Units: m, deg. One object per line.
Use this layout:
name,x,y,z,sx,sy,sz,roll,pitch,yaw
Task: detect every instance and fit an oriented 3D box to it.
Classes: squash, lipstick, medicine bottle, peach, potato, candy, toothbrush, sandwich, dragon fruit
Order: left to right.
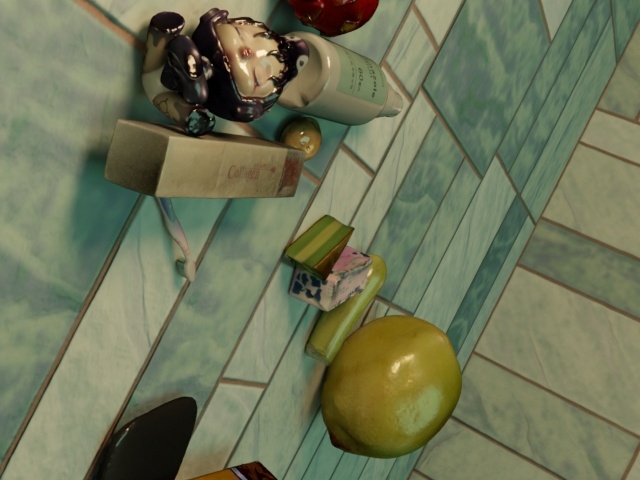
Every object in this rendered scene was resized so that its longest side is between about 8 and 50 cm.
toothbrush,-0.197,-0.030,1.138,0.269,0.027,0.021,85,25,-49
lipstick,-0.131,-0.098,1.099,0.371,0.080,0.076,-9,117,-68
potato,-0.029,-0.157,1.322,0.083,0.062,0.068,-68,-177,-50
sandwich,0.000,0.000,1.506,0.116,0.074,0.074,-59,156,-12
candy,0.024,0.067,1.601,0.160,0.092,0.073,-29,137,-54
dragon fruit,0.023,-0.339,1.194,0.246,0.125,0.125,32,70,-82
squash,0.054,0.137,1.747,0.250,0.083,0.083,-58,155,-7
medicine bottle,0.043,-0.233,1.315,0.352,0.110,0.110,-2,115,-63
peach,0.157,0.328,1.902,0.315,0.281,0.314,-28,145,-39

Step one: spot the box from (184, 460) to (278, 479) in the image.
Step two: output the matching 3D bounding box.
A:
box,-0.233,0.525,1.451,0.264,0.116,0.415,-53,157,8

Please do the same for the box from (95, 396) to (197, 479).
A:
box,-0.280,0.348,1.331,0.201,0.042,0.212,-8,121,-61

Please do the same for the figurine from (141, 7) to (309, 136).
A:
figurine,-0.112,-0.198,1.034,0.222,0.145,0.145,-19,131,-45
